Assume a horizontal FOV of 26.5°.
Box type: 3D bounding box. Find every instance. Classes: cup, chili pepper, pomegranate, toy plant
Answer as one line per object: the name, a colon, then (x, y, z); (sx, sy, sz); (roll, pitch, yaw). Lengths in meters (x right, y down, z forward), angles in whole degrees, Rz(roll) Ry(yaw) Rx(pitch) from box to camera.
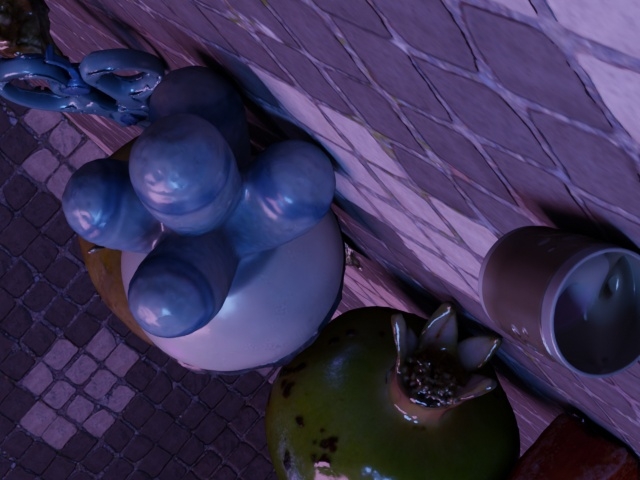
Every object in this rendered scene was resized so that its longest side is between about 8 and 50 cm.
cup: (0.154, 0.028, 0.793); (0.099, 0.102, 0.074); (-152, 52, -67)
chili pepper: (0.214, 0.293, 1.391); (0.136, 0.253, 0.144); (52, 162, -15)
pomegranate: (0.083, 0.209, 1.458); (0.291, 0.291, 0.323); (40, 168, -1)
toy plant: (-0.103, -0.019, 1.240); (0.247, 0.247, 0.332); (38, 171, 16)

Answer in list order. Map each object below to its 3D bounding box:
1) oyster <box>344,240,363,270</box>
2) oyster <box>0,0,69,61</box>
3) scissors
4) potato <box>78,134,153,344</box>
oyster: (0.000, -0.001, 1.558); (0.098, 0.037, 0.100); (45, 172, -39)
oyster: (-0.420, -0.332, 1.444); (0.396, 0.111, 0.204); (42, 171, 11)
scissors: (-0.222, -0.149, 1.529); (0.180, 0.032, 0.393); (-5, 170, 13)
potato: (-0.144, -0.005, 1.473); (0.299, 0.239, 0.116); (48, 174, 16)
